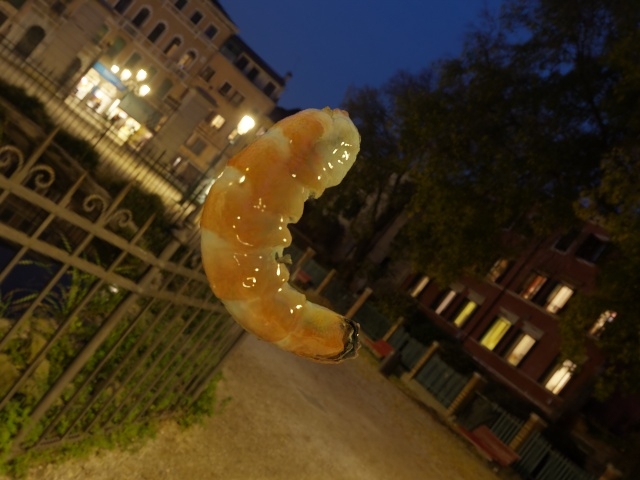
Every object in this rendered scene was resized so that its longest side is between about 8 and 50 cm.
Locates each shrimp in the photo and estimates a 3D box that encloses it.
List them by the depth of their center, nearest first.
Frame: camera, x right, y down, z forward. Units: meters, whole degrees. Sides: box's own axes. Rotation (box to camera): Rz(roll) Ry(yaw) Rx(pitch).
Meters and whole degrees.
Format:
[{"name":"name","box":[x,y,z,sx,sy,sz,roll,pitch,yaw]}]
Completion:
[{"name":"shrimp","box":[0.000,0.000,0.419,0.166,0.161,0.049,52,-23,-19]}]
